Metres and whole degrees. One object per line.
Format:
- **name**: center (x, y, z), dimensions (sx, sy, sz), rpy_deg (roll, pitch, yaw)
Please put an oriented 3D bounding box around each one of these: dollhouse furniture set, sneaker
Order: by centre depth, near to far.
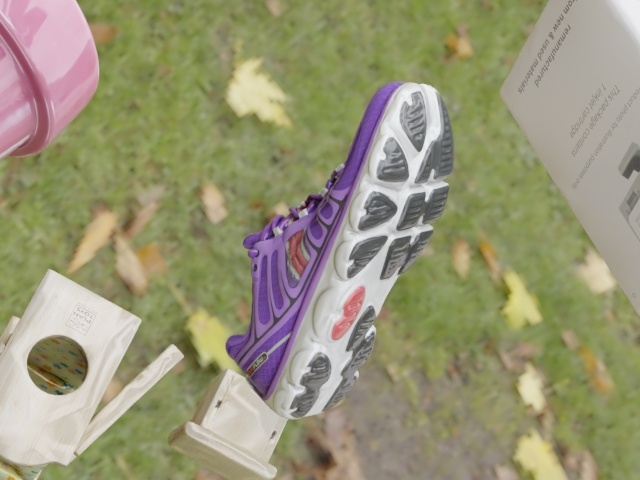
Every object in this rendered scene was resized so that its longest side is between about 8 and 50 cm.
- **sneaker**: center (0.000, 0.000, 0.762), dimensions (0.071, 0.170, 0.068), rpy_deg (37, 24, 26)
- **dollhouse furniture set**: center (-0.127, 0.121, 0.975), dimensions (0.161, 0.182, 0.101), rpy_deg (30, 65, -9)

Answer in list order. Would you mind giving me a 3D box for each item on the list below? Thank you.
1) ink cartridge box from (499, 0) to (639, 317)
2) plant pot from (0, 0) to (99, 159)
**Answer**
- **ink cartridge box**: center (0.253, -0.020, 0.832), dimensions (0.207, 0.117, 0.283), rpy_deg (-16, 62, -27)
- **plant pot**: center (-0.270, -0.101, 1.063), dimensions (0.201, 0.201, 0.180), rpy_deg (47, 62, -13)
